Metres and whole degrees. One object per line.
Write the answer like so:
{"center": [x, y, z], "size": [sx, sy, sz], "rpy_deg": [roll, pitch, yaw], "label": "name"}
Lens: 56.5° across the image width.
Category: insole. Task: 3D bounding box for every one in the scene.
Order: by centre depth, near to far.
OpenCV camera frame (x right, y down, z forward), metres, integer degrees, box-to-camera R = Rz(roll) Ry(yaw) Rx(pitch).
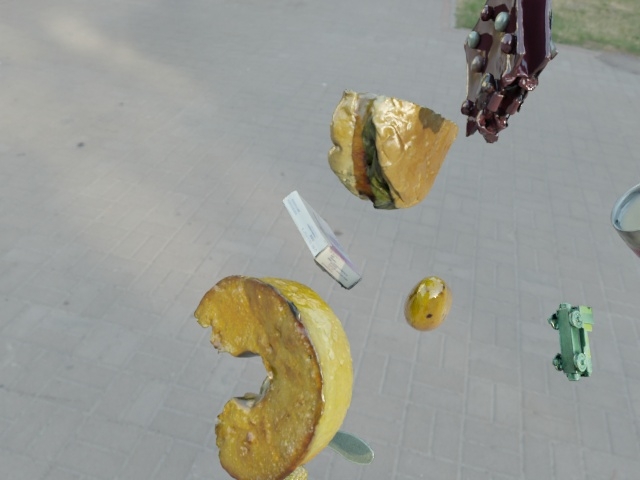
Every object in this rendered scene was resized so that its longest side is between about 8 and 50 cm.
{"center": [0.054, 0.608, 1.797], "size": [0.232, 0.080, 0.003], "rpy_deg": [21, 1, 13], "label": "insole"}

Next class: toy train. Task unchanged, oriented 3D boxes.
{"center": [0.664, 0.264, 1.551], "size": [0.132, 0.200, 0.083], "rpy_deg": [10, -16, -37], "label": "toy train"}

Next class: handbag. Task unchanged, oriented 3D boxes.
{"center": [0.266, -0.276, 0.873], "size": [0.074, 0.203, 0.216], "rpy_deg": [11, 66, -3], "label": "handbag"}

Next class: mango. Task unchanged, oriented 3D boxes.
{"center": [0.214, 0.127, 1.189], "size": [0.090, 0.115, 0.178], "rpy_deg": [26, 1, 13], "label": "mango"}

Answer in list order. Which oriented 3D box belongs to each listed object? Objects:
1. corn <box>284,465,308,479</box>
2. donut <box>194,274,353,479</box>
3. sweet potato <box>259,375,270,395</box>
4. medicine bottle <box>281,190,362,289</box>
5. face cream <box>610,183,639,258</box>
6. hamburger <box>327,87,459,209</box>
{"center": [-0.123, 0.703, 1.528], "size": [0.101, 0.101, 0.291], "rpy_deg": [23, 52, 22], "label": "corn"}
{"center": [-0.083, 0.280, 1.249], "size": [0.378, 0.434, 0.164], "rpy_deg": [-9, -4, 44], "label": "donut"}
{"center": [-0.098, 0.450, 1.991], "size": [0.310, 0.098, 0.124], "rpy_deg": [-36, 16, 6], "label": "sweet potato"}
{"center": [0.000, 0.000, 1.342], "size": [0.052, 0.171, 0.201], "rpy_deg": [-37, 48, 7], "label": "medicine bottle"}
{"center": [0.825, -0.028, 1.427], "size": [0.195, 0.175, 0.175], "rpy_deg": [41, 29, -19], "label": "face cream"}
{"center": [0.136, -0.153, 1.110], "size": [0.162, 0.208, 0.330], "rpy_deg": [24, 15, 24], "label": "hamburger"}
